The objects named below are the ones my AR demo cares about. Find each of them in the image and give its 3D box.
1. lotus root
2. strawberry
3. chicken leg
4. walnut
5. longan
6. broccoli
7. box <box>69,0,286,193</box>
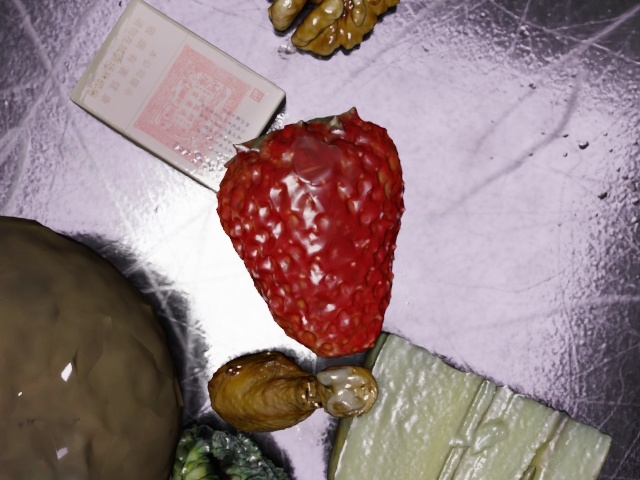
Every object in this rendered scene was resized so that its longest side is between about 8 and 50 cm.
[{"bbox_3d":[0.126,0.265,1.076,0.267,0.149,0.260,25,85,-7],"label":"lotus root"},{"bbox_3d":[0.000,0.000,1.053,0.205,0.205,0.244,-12,86,-1],"label":"strawberry"},{"bbox_3d":[-0.028,0.157,1.041,0.107,0.251,0.087,-11,88,-33],"label":"chicken leg"},{"bbox_3d":[0.015,-0.293,1.132,0.143,0.069,0.170,43,91,-1],"label":"walnut"},{"bbox_3d":[-0.326,0.167,0.957,0.391,0.391,0.391,0,88,-1],"label":"longan"},{"bbox_3d":[-0.161,0.331,1.082,0.304,0.165,0.145,-42,119,11],"label":"broccoli"},{"bbox_3d":[-0.156,-0.157,1.128,0.201,0.058,0.141,34,88,-1],"label":"box"}]
